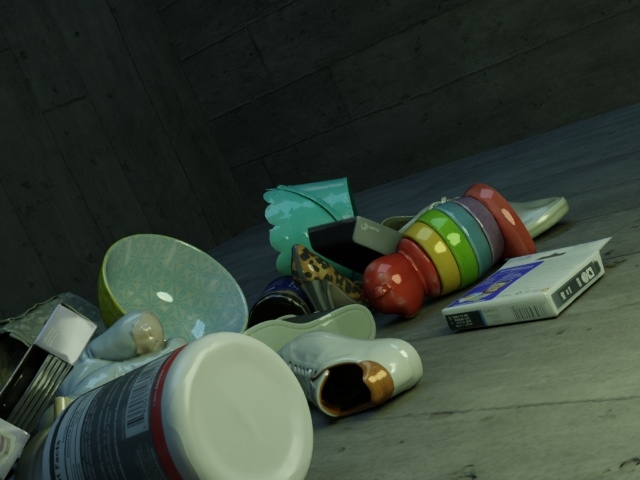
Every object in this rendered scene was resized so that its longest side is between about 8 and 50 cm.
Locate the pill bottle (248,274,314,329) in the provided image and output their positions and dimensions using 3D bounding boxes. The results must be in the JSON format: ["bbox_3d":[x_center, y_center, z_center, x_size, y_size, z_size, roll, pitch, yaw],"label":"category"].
[{"bbox_3d":[-0.065,0.137,2.024,0.123,0.122,0.219,-23,8,11],"label":"pill bottle"}]

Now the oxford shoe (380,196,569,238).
[{"bbox_3d":[0.287,-0.030,2.089,0.449,0.130,0.169,-15,10,42],"label":"oxford shoe"}]

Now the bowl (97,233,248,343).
[{"bbox_3d":[-0.294,0.141,1.917,0.156,0.289,0.289,-57,-12,32],"label":"bowl"}]

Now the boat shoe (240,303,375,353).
[{"bbox_3d":[-0.045,0.179,1.707,0.302,0.114,0.091,-7,-8,-38],"label":"boat shoe"}]

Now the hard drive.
[{"bbox_3d":[0.115,0.026,1.976,0.255,0.054,0.172,23,-21,-34],"label":"hard drive"}]

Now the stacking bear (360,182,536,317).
[{"bbox_3d":[0.204,0.035,1.833,0.289,0.164,0.175,-31,9,-17],"label":"stacking bear"}]

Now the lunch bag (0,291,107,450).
[{"bbox_3d":[-0.464,0.244,1.900,0.169,0.287,0.235,-21,7,20],"label":"lunch bag"}]

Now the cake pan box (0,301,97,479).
[{"bbox_3d":[-0.410,0.232,1.385,0.267,0.070,0.245,-46,17,52],"label":"cake pan box"}]

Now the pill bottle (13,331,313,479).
[{"bbox_3d":[-0.200,0.258,1.241,0.363,0.210,0.210,-27,4,39],"label":"pill bottle"}]

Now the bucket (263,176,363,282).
[{"bbox_3d":[0.000,0.000,2.239,0.183,0.281,0.281,-15,9,6],"label":"bucket"}]

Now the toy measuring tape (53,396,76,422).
[{"bbox_3d":[-0.222,0.243,1.524,0.330,0.121,0.121,10,-18,-41],"label":"toy measuring tape"}]

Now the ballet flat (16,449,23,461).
[{"bbox_3d":[-0.598,0.409,2.096,0.041,0.041,0.114,-22,8,13],"label":"ballet flat"}]

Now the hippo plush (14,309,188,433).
[{"bbox_3d":[-0.333,0.245,1.610,0.234,0.294,0.236,-56,9,19],"label":"hippo plush"}]

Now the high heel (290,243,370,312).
[{"bbox_3d":[0.022,0.064,2.014,0.093,0.186,0.261,-23,8,20],"label":"high heel"}]

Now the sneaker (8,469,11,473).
[{"bbox_3d":[-0.824,0.419,1.899,0.447,0.257,0.169,-28,9,-24],"label":"sneaker"}]

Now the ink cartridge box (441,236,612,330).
[{"bbox_3d":[0.326,0.069,1.598,0.208,0.045,0.206,-32,11,-40],"label":"ink cartridge box"}]

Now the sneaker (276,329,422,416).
[{"bbox_3d":[0.002,0.195,1.490,0.123,0.106,0.290,-27,9,-41],"label":"sneaker"}]
